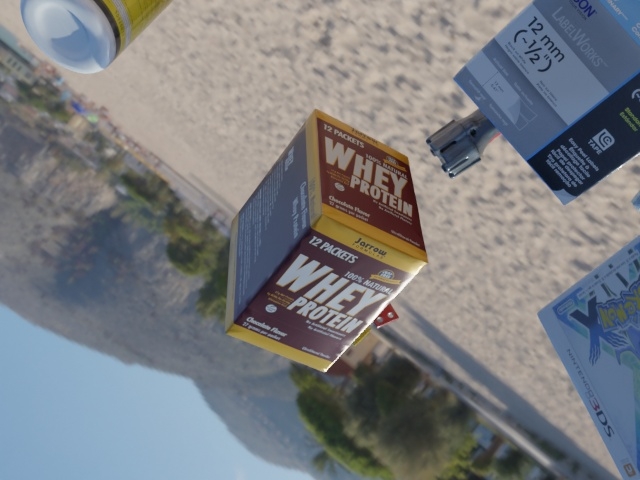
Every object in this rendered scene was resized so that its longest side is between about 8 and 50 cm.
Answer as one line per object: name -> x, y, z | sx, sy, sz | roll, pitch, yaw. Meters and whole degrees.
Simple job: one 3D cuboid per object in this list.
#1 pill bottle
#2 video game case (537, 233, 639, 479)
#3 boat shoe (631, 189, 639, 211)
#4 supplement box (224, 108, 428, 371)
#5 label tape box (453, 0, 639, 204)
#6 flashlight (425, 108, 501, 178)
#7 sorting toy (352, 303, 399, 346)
pill bottle -> -0.204, -0.256, 0.892 | 0.103, 0.184, 0.103 | 19, 141, 16
video game case -> 0.460, 0.166, 1.246 | 0.299, 0.036, 0.329 | 66, 152, 19
boat shoe -> 0.437, -0.078, 0.977 | 0.081, 0.227, 0.079 | 49, 157, 16
supplement box -> 0.000, 0.000, 0.989 | 0.129, 0.194, 0.191 | 25, -145, -22
label tape box -> 0.384, -0.244, 1.197 | 0.249, 0.115, 0.348 | 50, 136, 2
flashlight -> 0.320, -0.212, 1.458 | 0.103, 0.304, 0.103 | 53, -175, -16
sorting toy -> 0.037, 0.060, 1.649 | 0.046, 0.132, 0.274 | 95, 152, -57
